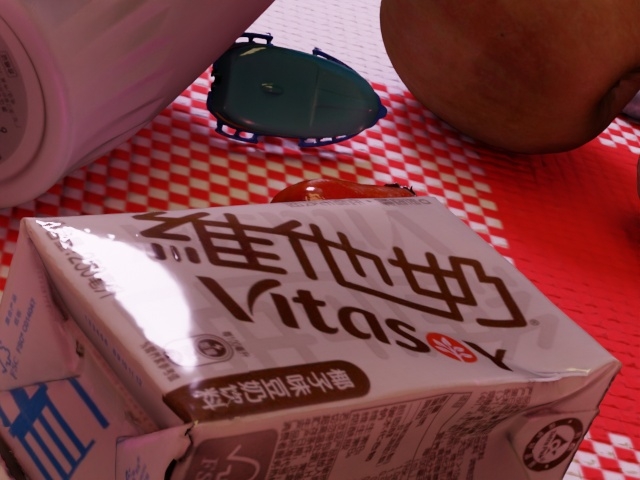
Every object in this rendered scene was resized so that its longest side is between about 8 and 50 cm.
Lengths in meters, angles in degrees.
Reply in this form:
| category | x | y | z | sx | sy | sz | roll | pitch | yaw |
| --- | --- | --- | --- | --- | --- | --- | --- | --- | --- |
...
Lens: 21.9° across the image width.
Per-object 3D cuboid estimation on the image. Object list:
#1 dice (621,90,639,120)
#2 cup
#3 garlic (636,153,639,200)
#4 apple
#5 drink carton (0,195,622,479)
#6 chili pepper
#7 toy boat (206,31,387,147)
| category | x | y | z | sx | sy | sz | roll | pitch | yaw |
| --- | --- | --- | --- | --- | --- | --- | --- | --- | --- |
| dice | 0.355 | -0.231 | 1.694 | 0.182 | 0.183 | 0.181 | 37 | 30 | 28 |
| cup | -0.177 | -0.204 | 1.178 | 0.253 | 0.253 | 0.371 | 25 | 41 | 10 |
| garlic | 0.361 | -0.011 | 1.360 | 0.229 | 0.178 | 0.143 | 15 | 54 | 29 |
| apple | 0.189 | -0.203 | 1.459 | 0.234 | 0.257 | 0.257 | 42 | 33 | 16 |
| drink carton | -0.012 | 0.077 | 0.947 | 0.324 | 0.132 | 0.194 | -4 | 36 | -40 |
| chili pepper | 0.000 | 0.000 | 1.145 | 0.086 | 0.084 | 0.192 | 21 | 17 | 41 |
| toy boat | -0.024 | -0.121 | 1.365 | 0.175 | 0.091 | 0.110 | 8 | 2 | -30 |
